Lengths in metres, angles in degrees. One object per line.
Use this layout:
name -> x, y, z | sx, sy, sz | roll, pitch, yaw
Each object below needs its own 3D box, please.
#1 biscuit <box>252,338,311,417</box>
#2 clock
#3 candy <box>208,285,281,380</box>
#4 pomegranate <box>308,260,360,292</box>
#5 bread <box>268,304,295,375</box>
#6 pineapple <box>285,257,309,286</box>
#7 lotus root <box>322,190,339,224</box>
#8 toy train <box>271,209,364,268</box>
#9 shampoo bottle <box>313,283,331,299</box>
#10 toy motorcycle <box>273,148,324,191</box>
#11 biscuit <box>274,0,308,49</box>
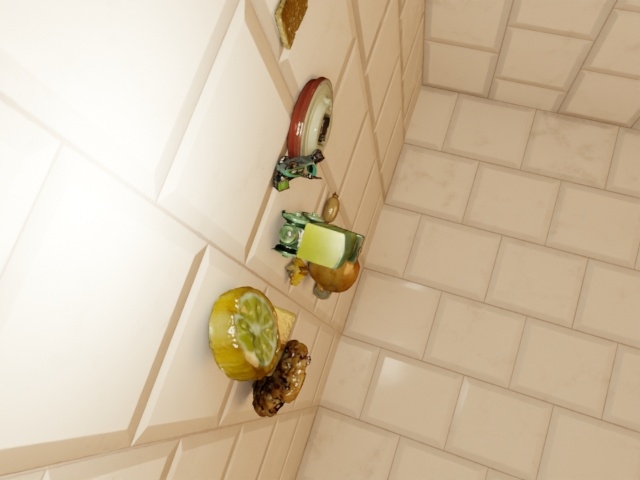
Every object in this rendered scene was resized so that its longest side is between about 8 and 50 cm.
biscuit -> -0.154, 0.479, 1.904 | 0.334, 0.081, 0.289 | -24, -144, 60
clock -> -0.015, -0.363, 1.734 | 0.318, 0.080, 0.318 | 17, 90, -76
candy -> -0.201, 0.250, 1.463 | 0.260, 0.118, 0.259 | -11, 90, -70
pomegranate -> 0.062, 0.113, 2.312 | 0.233, 0.233, 0.233 | 16, 90, -77
bread -> -0.214, 0.321, 1.848 | 0.178, 0.135, 0.240 | 35, 69, -40
pineapple -> -0.092, 0.116, 2.016 | 0.114, 0.077, 0.114 | 17, 85, -63
lotus root -> 0.048, -0.135, 2.287 | 0.073, 0.062, 0.150 | 25, 83, -77
toy train -> 0.000, 0.000, 1.853 | 0.397, 0.253, 0.160 | -5, 112, -75
shampoo bottle -> 0.048, 0.178, 2.611 | 0.262, 0.085, 0.085 | -57, 159, -51
toy motorcycle -> -0.061, -0.215, 1.621 | 0.173, 0.058, 0.100 | -22, 134, -27
biscuit -> -0.060, -0.619, 1.369 | 0.131, 0.026, 0.236 | 70, 37, -71
